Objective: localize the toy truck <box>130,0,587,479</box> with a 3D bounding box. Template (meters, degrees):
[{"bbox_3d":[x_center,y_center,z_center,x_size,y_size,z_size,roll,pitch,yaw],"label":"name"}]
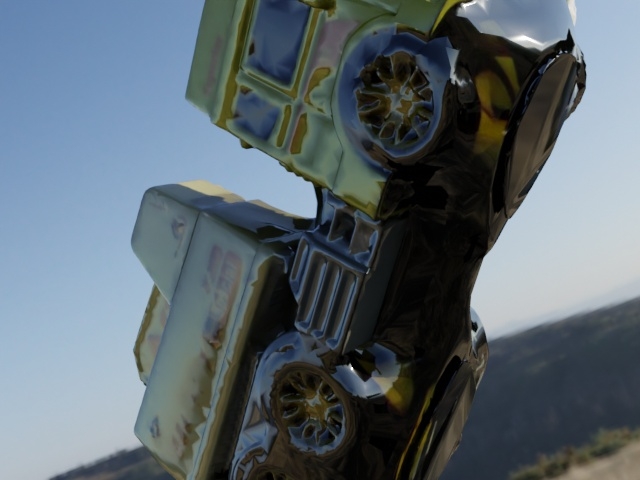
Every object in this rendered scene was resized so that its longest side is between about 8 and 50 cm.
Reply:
[{"bbox_3d":[0.000,0.000,0.749,0.181,0.254,0.405,-23,-44,-52],"label":"toy truck"}]

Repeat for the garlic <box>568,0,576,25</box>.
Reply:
[{"bbox_3d":[0.179,-0.235,1.262,0.178,0.229,0.142,-20,-51,-16],"label":"garlic"}]
